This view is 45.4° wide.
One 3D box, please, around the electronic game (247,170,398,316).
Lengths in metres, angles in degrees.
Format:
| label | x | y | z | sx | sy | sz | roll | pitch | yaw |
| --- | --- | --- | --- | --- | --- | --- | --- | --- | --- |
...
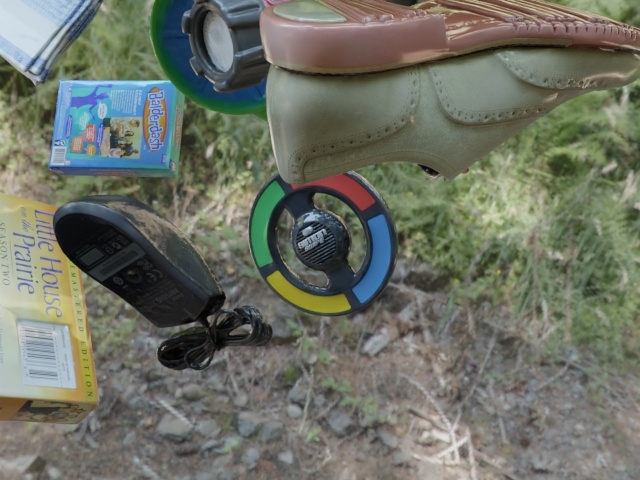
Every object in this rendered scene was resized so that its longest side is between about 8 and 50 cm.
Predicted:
| label | x | y | z | sx | sy | sz | roll | pitch | yaw |
| --- | --- | --- | --- | --- | --- | --- | --- | --- | --- |
| electronic game | 0.000 | 0.000 | 1.092 | 0.229 | 0.229 | 0.048 | 24 | 23 | 16 |

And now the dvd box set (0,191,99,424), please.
| label | x | y | z | sx | sy | sz | roll | pitch | yaw |
| --- | --- | --- | --- | --- | --- | --- | --- | --- | --- |
| dvd box set | -0.464 | 0.045 | 0.845 | 0.421 | 0.062 | 0.307 | 16 | 42 | -43 |

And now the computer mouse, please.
| label | x | y | z | sx | sy | sz | roll | pitch | yaw |
| --- | --- | --- | --- | --- | --- | --- | --- | --- | --- |
| computer mouse | -0.193 | 0.038 | 0.904 | 0.272 | 0.189 | 0.072 | 48 | 40 | -26 |

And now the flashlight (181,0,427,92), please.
| label | x | y | z | sx | sy | sz | roll | pitch | yaw |
| --- | --- | --- | --- | --- | --- | --- | --- | --- | --- |
| flashlight | 0.005 | -0.241 | 0.824 | 0.304 | 0.103 | 0.103 | -24 | 19 | -36 |

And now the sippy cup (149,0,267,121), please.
| label | x | y | z | sx | sy | sz | roll | pitch | yaw |
| --- | --- | --- | --- | --- | --- | --- | --- | --- | --- |
| sippy cup | -0.113 | -0.345 | 1.185 | 0.240 | 0.305 | 0.224 | 11 | 37 | 8 |

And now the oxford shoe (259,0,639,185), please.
| label | x | y | z | sx | sy | sz | roll | pitch | yaw |
| --- | --- | --- | --- | --- | --- | --- | --- | --- | --- |
| oxford shoe | 0.128 | -0.134 | 0.669 | 0.397 | 0.146 | 0.140 | -8 | 28 | -24 |

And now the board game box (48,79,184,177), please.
| label | x | y | z | sx | sy | sz | roll | pitch | yaw |
| --- | --- | --- | --- | --- | --- | --- | --- | --- | --- |
| board game box | -0.341 | -0.189 | 1.292 | 0.210 | 0.160 | 0.047 | 2 | -12 | 7 |

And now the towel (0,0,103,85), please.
| label | x | y | z | sx | sy | sz | roll | pitch | yaw |
| --- | --- | --- | --- | --- | --- | --- | --- | --- | --- |
| towel | -0.366 | -0.370 | 1.057 | 0.209 | 0.285 | 0.034 | 35 | -3 | 23 |
